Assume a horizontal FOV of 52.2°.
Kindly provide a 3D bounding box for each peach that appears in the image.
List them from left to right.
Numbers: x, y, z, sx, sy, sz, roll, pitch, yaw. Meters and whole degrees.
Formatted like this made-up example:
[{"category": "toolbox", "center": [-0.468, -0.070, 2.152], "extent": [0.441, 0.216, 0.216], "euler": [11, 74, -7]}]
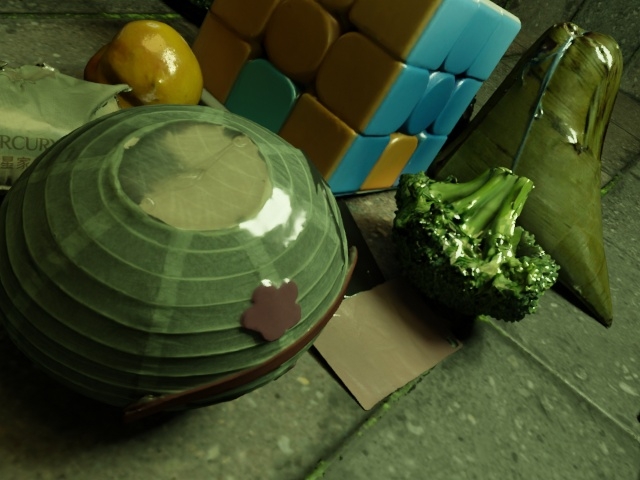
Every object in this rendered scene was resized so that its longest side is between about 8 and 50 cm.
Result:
[{"category": "peach", "center": [-0.210, -0.197, 0.797], "extent": [0.138, 0.138, 0.138], "euler": [19, 33, -13]}]

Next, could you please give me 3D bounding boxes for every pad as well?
[{"category": "pad", "center": [0.069, 0.102, 0.700], "extent": [0.187, 0.006, 0.113], "euler": [-18, 61, -47]}]

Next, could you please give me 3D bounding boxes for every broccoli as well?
[{"category": "broccoli", "center": [0.177, 0.001, 0.769], "extent": [0.198, 0.226, 0.176], "euler": [22, 75, -16]}]

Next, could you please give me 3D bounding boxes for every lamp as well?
[{"category": "lamp", "center": [-0.104, 0.016, 0.503], "extent": [0.265, 0.233, 0.233], "euler": [-26, 58, -27]}]

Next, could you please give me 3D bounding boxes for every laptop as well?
[{"category": "laptop", "center": [0.000, 0.000, 0.791], "extent": [0.135, 0.016, 0.197], "euler": [6, 38, -29]}]

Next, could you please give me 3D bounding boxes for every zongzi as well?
[{"category": "zongzi", "center": [0.377, -0.100, 0.942], "extent": [0.360, 0.323, 0.160], "euler": [49, 30, 23]}]

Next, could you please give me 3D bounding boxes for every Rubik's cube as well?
[{"category": "Rubik's cube", "center": [0.046, -0.262, 0.900], "extent": [0.291, 0.292, 0.290], "euler": [43, 27, 20]}]

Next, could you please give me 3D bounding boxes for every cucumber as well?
[{"category": "cucumber", "center": [-0.188, -0.416, 1.176], "extent": [0.265, 0.077, 0.077], "euler": [39, 34, 16]}]

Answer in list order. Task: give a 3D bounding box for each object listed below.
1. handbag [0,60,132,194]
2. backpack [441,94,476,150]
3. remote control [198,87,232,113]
[{"category": "handbag", "center": [-0.301, -0.111, 0.629], "extent": [0.270, 0.117, 0.183], "euler": [1, 61, -34]}, {"category": "backpack", "center": [0.184, -0.227, 1.158], "extent": [0.165, 0.120, 0.106], "euler": [15, 72, 11]}, {"category": "remote control", "center": [-0.185, -0.196, 0.887], "extent": [0.029, 0.067, 0.261], "euler": [-36, 65, -25]}]
